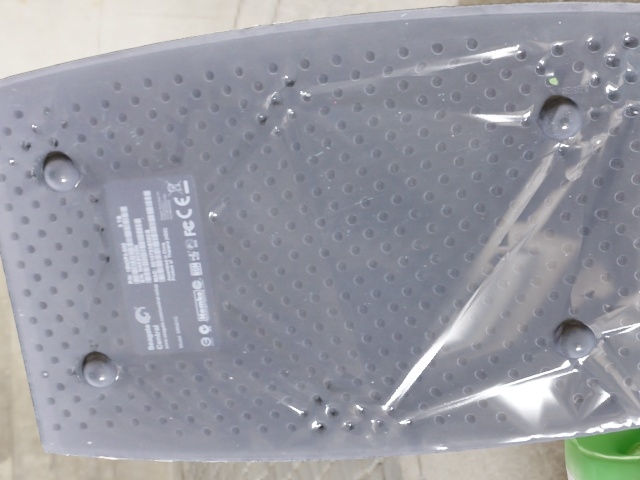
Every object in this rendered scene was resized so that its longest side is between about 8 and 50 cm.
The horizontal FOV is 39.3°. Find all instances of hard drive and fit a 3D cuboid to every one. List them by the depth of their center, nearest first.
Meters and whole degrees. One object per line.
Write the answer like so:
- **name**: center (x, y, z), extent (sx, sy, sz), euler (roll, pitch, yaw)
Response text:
- **hard drive**: center (0.000, 0.000, 0.358), extent (0.054, 0.254, 0.172), euler (-59, -37, -73)

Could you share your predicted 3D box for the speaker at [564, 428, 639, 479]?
- **speaker**: center (0.269, 0.251, 0.636), extent (0.297, 0.131, 0.131), euler (68, 166, -13)
